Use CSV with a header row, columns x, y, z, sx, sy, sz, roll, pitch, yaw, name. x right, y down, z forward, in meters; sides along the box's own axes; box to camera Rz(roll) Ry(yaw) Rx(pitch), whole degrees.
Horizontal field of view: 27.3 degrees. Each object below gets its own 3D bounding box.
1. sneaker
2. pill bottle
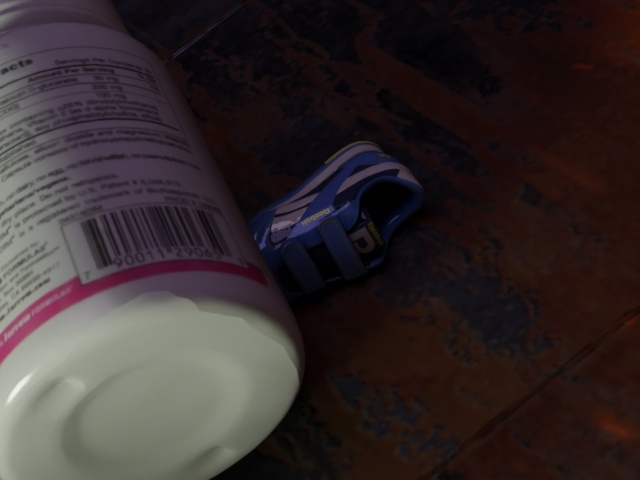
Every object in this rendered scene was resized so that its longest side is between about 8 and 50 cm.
x,y,z,sx,sy,sz,roll,pitch,yaw,name
0.000,0.000,0.755,0.144,0.053,0.059,-44,42,-15,sneaker
-0.129,-0.014,0.706,0.160,0.160,0.283,-29,51,2,pill bottle
